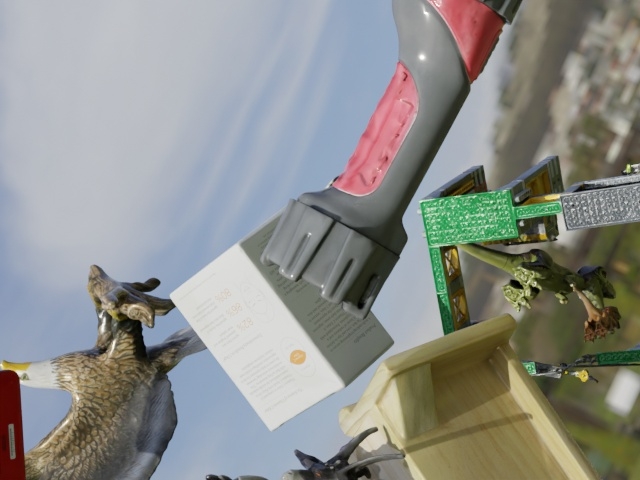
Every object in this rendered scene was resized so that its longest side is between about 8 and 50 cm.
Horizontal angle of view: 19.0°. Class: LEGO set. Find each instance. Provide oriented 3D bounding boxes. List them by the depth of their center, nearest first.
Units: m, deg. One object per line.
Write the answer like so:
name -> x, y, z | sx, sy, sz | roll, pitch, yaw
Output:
LEGO set -> 0.258, 0.019, 1.897 | 0.192, 0.331, 0.255 | -32, -76, -62

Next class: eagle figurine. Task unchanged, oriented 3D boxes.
eagle figurine -> -0.250, 0.184, 2.109 | 0.226, 0.225, 0.298 | -6, -72, -61

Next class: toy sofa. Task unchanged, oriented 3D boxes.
toy sofa -> 0.171, 0.261, 1.641 | 0.150, 0.362, 0.177 | -19, -28, -30

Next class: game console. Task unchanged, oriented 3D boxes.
game console -> -0.369, 0.203, 1.906 | 0.124, 0.085, 0.144 | -7, -83, -42

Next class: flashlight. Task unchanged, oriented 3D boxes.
flashlight -> 0.054, -0.099, 1.497 | 0.103, 0.103, 0.304 | 31, -92, -43

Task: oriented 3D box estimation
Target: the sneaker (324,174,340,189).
sneaker -> 0.000, 0.000, 2.237 | 0.073, 0.063, 0.162 | 11, 82, 63

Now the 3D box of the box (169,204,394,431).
box -> -0.038, 0.076, 1.844 | 0.130, 0.170, 0.091 | -35, 2, 46

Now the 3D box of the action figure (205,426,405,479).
action figure -> -0.043, 0.271, 1.596 | 0.141, 0.164, 0.275 | 23, -79, -43
